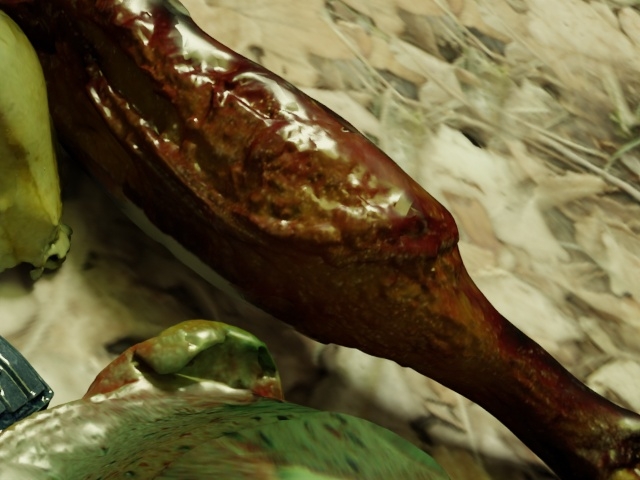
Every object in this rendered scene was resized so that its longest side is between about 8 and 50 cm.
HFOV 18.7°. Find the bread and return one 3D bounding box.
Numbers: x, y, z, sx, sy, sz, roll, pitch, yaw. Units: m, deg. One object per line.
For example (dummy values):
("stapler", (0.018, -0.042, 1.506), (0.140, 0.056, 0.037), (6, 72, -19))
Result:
("bread", (-0.162, -0.060, 0.856), (0.156, 0.110, 0.103), (16, 33, -28))

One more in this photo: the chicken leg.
("chicken leg", (0.000, 0.000, 0.911), (0.407, 0.096, 0.158), (37, -3, 2))

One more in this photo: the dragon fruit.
("dragon fruit", (-0.033, 0.158, 0.696), (0.295, 0.130, 0.268), (2, 42, -36))

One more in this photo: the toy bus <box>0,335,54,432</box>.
("toy bus", (-0.183, 0.028, 0.772), (0.166, 0.065, 0.047), (41, 37, 7))
